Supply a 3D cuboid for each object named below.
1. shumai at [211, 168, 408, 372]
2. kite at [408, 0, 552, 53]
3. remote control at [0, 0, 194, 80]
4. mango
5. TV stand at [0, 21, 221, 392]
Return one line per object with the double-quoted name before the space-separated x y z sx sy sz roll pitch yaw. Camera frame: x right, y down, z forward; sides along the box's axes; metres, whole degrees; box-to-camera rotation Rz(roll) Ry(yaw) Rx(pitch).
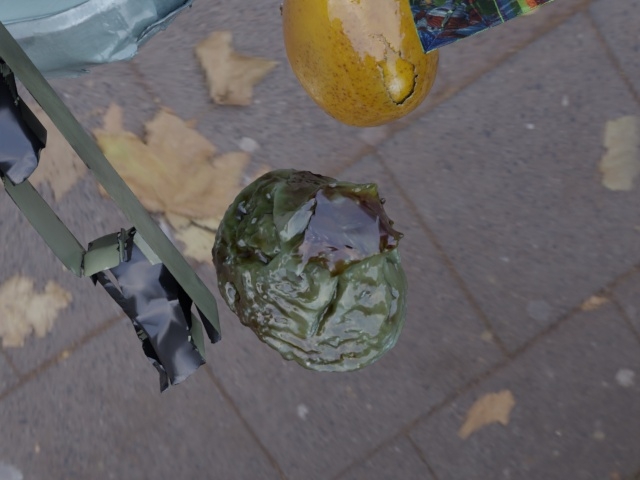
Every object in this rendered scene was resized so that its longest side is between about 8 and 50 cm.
"shumai" -0.001 0.001 0.768 0.099 0.087 0.124 -29 65 -27
"kite" 0.085 -0.141 0.841 0.090 0.122 0.004 -60 143 -21
"remote control" -0.166 -0.125 0.776 0.104 0.247 0.052 -56 131 -35
"mango" 0.045 -0.250 1.680 0.160 0.191 0.290 -31 135 -13
"TV stand" -0.120 -0.037 0.607 0.042 0.036 0.249 -29 119 10
